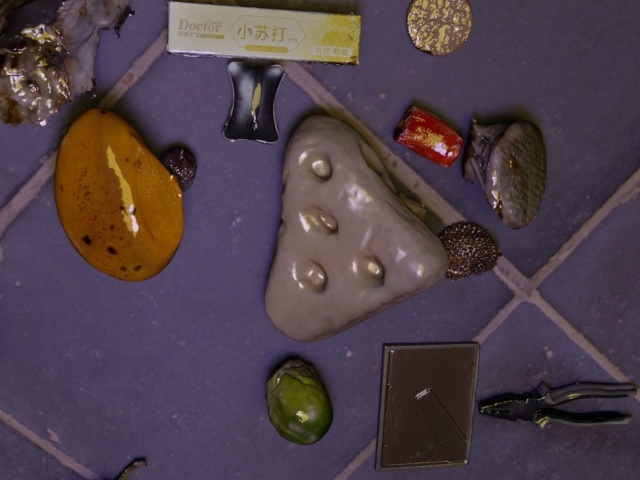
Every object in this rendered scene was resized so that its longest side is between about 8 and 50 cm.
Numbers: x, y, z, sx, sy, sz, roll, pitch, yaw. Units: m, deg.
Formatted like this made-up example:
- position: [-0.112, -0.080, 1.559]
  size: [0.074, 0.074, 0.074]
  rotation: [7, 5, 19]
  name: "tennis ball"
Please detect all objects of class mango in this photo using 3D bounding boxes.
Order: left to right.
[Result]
- position: [-0.334, -0.073, 1.487]
  size: [0.191, 0.160, 0.290]
  rotation: [0, 114, 29]
  name: "mango"

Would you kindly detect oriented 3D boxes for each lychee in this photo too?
- position: [-0.235, -0.119, 1.546]
  size: [0.068, 0.067, 0.083]
  rotation: [36, 124, 25]
  name: "lychee"

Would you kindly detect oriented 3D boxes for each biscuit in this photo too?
- position: [0.201, -0.370, 1.569]
  size: [0.120, 0.015, 0.120]
  rotation: [-3, 107, -9]
  name: "biscuit"

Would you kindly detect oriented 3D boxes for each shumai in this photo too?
- position: [0.307, -0.119, 1.613]
  size: [0.201, 0.120, 0.201]
  rotation: [-4, 95, -52]
  name: "shumai"

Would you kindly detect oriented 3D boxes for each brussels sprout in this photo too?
- position: [-0.040, 0.295, 1.671]
  size: [0.117, 0.155, 0.155]
  rotation: [-38, 109, 4]
  name: "brussels sprout"

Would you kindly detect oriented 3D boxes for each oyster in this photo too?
- position: [-0.390, -0.324, 1.417]
  size: [0.197, 0.133, 0.337]
  rotation: [41, 82, 8]
  name: "oyster"

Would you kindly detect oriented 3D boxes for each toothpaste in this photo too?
- position: [-0.092, -0.334, 1.506]
  size: [0.312, 0.071, 0.089]
  rotation: [2, 103, -10]
  name: "toothpaste"

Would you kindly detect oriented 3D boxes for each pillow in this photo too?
- position: [-0.112, -0.227, 1.543]
  size: [0.091, 0.055, 0.136]
  rotation: [10, 104, 20]
  name: "pillow"

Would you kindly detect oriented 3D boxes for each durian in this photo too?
- position: [0.275, 0.028, 1.678]
  size: [0.140, 0.071, 0.111]
  rotation: [4, 107, -16]
  name: "durian"

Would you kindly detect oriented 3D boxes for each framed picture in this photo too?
- position: [0.205, 0.320, 1.783]
  size: [0.192, 0.018, 0.266]
  rotation: [0, 106, -10]
  name: "framed picture"

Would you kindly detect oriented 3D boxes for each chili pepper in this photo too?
- position: [0.190, -0.174, 1.602]
  size: [0.123, 0.070, 0.073]
  rotation: [29, 57, -13]
  name: "chili pepper"

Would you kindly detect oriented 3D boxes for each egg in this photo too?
- position: [0.137, -0.034, 1.629]
  size: [0.080, 0.080, 0.096]
  rotation: [27, 106, -16]
  name: "egg"

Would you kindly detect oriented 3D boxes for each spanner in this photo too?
- position: [0.465, 0.323, 1.816]
  size: [0.324, 0.040, 0.096]
  rotation: [0, 108, -11]
  name: "spanner"

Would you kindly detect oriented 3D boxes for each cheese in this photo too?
- position: [0.000, 0.000, 1.585]
  size: [0.328, 0.129, 0.351]
  rotation: [-40, 84, 27]
  name: "cheese"

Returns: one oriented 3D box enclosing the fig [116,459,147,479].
- position: [-0.411, 0.507, 1.680]
  size: [0.149, 0.148, 0.202]
  rotation: [14, 63, -42]
  name: "fig"
